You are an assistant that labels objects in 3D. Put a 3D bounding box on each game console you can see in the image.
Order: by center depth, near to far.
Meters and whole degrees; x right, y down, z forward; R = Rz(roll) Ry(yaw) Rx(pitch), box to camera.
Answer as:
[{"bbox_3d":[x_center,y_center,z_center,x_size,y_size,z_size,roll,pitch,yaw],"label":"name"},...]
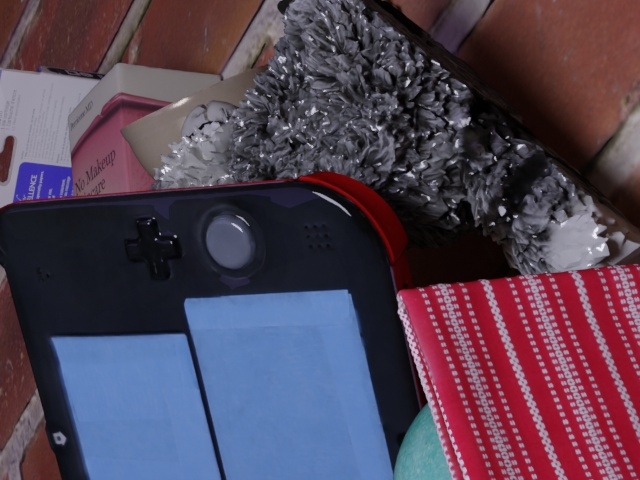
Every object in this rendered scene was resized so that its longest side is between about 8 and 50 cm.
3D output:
[{"bbox_3d":[-0.067,0.143,1.291,0.342,0.060,0.386,-5,106,27],"label":"game console"}]

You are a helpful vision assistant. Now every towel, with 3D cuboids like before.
[{"bbox_3d":[0.200,0.094,1.036,0.031,0.275,0.199,106,153,-51],"label":"towel"}]

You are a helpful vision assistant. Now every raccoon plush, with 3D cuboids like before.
[{"bbox_3d":[0.011,-0.011,1.312,0.299,0.216,0.446,-51,31,11],"label":"raccoon plush"}]

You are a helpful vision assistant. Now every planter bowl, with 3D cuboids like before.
[{"bbox_3d":[-0.101,-0.093,1.704,0.162,0.162,0.109,-20,96,57],"label":"planter bowl"}]

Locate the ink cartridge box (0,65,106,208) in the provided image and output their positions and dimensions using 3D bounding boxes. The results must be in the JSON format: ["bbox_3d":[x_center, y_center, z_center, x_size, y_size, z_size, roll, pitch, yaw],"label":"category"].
[{"bbox_3d":[-0.285,-0.088,1.942,0.045,0.208,0.206,33,113,56],"label":"ink cartridge box"}]

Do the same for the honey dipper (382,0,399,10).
[{"bbox_3d":[0.035,-0.249,1.601,0.030,0.030,0.160,-62,41,34],"label":"honey dipper"}]

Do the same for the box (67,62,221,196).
[{"bbox_3d":[-0.179,-0.050,1.835,0.148,0.127,0.232,-36,56,53],"label":"box"}]

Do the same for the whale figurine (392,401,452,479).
[{"bbox_3d":[0.116,0.213,1.103,0.216,0.141,0.272,24,114,55],"label":"whale figurine"}]
